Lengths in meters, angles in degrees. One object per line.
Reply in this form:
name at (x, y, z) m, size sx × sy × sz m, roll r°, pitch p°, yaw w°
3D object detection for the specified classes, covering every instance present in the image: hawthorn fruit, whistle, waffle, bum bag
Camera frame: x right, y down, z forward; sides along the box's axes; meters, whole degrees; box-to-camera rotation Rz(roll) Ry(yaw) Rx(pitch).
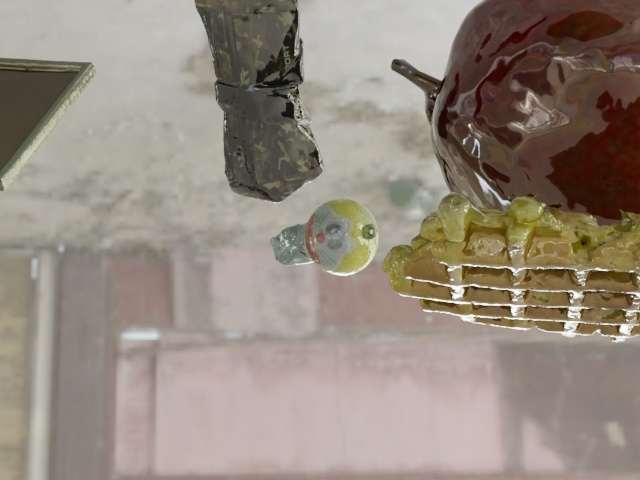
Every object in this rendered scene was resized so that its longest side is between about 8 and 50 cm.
hawthorn fruit at (0.253, -0.109, 1.363) m, size 0.325 × 0.308 × 0.308 m, roll -25°, pitch 151°, yaw 28°
whistle at (0.000, 0.000, 2.252) m, size 0.223 × 0.123 × 0.123 m, roll -9°, pitch 160°, yaw 43°
waffle at (0.204, 0.024, 1.088) m, size 0.301 × 0.058 × 0.281 m, roll 8°, pitch 162°, yaw -16°
bum bag at (-0.061, -0.156, 1.514) m, size 0.102 × 0.069 × 0.248 m, roll -3°, pitch 117°, yaw 14°

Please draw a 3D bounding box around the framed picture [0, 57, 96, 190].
framed picture at (-0.479, -0.162, 1.887) m, size 0.324 × 0.240 × 0.020 m, roll 6°, pitch 136°, yaw 25°
